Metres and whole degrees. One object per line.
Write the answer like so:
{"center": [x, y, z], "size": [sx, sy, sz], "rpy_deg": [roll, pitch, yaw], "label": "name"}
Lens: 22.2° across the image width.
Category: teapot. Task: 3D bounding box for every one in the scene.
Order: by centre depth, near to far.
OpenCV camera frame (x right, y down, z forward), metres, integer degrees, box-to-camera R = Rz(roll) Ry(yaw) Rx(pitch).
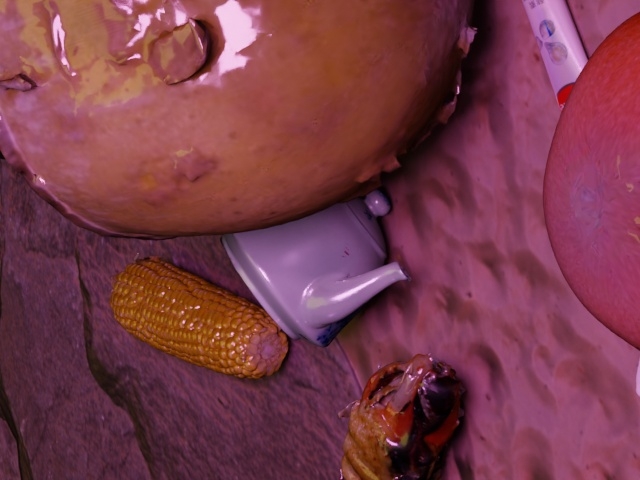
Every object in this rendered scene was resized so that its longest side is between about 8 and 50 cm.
{"center": [0.000, 0.000, 1.482], "size": [0.232, 0.159, 0.159], "rpy_deg": [-122, 39, -51], "label": "teapot"}

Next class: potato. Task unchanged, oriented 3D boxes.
{"center": [-0.047, -0.230, 1.286], "size": [0.319, 0.385, 0.442], "rpy_deg": [-10, 83, 35], "label": "potato"}

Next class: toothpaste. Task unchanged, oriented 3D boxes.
{"center": [0.179, -0.172, 1.272], "size": [0.048, 0.031, 0.190], "rpy_deg": [-29, 77, 50], "label": "toothpaste"}

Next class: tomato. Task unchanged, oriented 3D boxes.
{"center": [0.264, -0.036, 1.025], "size": [0.256, 0.224, 0.255], "rpy_deg": [19, 117, 42], "label": "tomato"}

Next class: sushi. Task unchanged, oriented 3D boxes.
{"center": [0.066, 0.177, 1.457], "size": [0.097, 0.103, 0.226], "rpy_deg": [31, 123, 15], "label": "sushi"}

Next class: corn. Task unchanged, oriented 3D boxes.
{"center": [-0.131, 0.083, 1.712], "size": [0.260, 0.091, 0.091], "rpy_deg": [20, 75, 51], "label": "corn"}

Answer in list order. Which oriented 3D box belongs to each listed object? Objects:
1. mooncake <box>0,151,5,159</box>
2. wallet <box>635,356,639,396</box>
{"center": [-0.288, -0.259, 1.636], "size": [0.194, 0.356, 0.356], "rpy_deg": [38, -147, -75], "label": "mooncake"}
{"center": [0.301, 0.091, 1.158], "size": [0.183, 0.032, 0.124], "rpy_deg": [28, 119, 47], "label": "wallet"}
